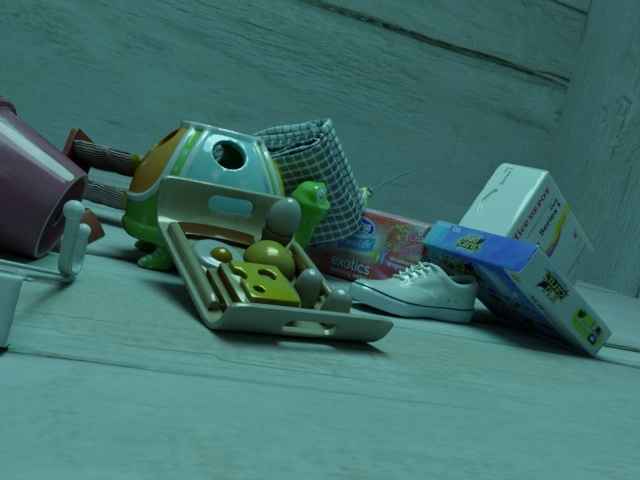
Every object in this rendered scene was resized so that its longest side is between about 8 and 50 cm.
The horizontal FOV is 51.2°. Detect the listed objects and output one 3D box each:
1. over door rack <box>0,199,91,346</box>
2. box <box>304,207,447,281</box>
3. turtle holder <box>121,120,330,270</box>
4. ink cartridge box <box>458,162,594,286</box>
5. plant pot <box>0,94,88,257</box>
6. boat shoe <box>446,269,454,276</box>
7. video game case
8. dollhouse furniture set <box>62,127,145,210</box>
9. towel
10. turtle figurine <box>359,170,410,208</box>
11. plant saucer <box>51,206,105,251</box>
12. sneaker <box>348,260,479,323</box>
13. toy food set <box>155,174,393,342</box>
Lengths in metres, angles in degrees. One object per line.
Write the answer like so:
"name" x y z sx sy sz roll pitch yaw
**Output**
"over door rack" -0.361 -0.008 0.629 0.239 0.108 0.324 12 5 -11
"box" 0.109 0.011 1.397 0.299 0.154 0.142 18 6 34
"turtle holder" -0.147 -0.060 1.076 0.320 0.228 0.243 13 5 1
"ink cartridge box" 0.421 0.008 1.367 0.117 0.201 0.278 20 -20 51
"plant pot" -0.413 -0.075 0.860 0.180 0.201 0.201 28 3 -7
"boat shoe" 0.199 0.041 1.562 0.096 0.117 0.324 -20 20 -23
"video game case" 0.340 0.079 1.187 0.244 0.061 0.269 44 -10 -26
"dollhouse furniture set" -0.414 -0.096 1.491 0.201 0.152 0.374 13 -12 7
"towel" -0.078 -0.093 1.278 0.283 0.121 0.235 -10 -46 20
"turtle figurine" 0.122 -0.052 1.940 0.266 0.275 0.198 12 -31 37
"plant saucer" -0.489 -0.044 1.048 0.258 0.048 0.259 13 6 -7
"sneaker" 0.160 0.078 1.126 0.258 0.091 0.094 10 6 -34
"toy food set" -0.067 0.015 0.855 0.219 0.093 0.306 10 25 -33
